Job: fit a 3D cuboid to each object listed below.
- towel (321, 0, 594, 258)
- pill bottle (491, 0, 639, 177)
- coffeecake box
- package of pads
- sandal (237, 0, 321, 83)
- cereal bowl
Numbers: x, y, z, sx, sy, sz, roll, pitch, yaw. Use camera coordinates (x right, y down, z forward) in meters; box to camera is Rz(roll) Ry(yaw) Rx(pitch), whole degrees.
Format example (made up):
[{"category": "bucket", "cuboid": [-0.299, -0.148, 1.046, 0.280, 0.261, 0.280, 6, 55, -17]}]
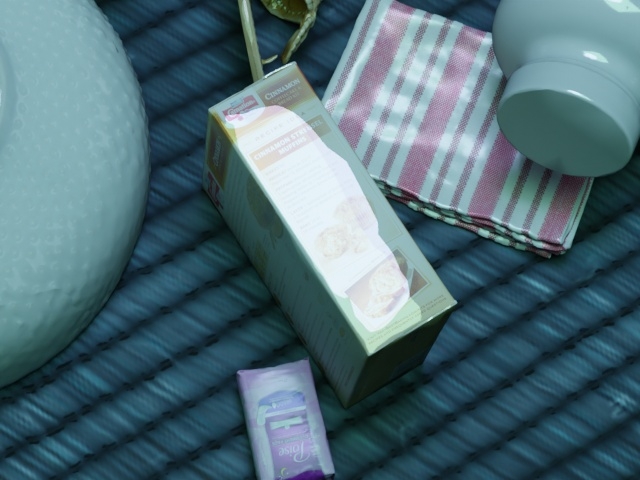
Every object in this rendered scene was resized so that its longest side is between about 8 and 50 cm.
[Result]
[{"category": "towel", "cuboid": [0.100, -0.084, 1.300, 0.197, 0.029, 0.144, 21, 71, 2]}, {"category": "pill bottle", "cuboid": [0.205, -0.172, 1.257, 0.146, 0.146, 0.264, 24, 63, 3]}, {"category": "coffeecake box", "cuboid": [0.000, 0.000, 1.205, 0.068, 0.142, 0.185, -30, 77, -14]}, {"category": "package of pads", "cuboid": [-0.023, 0.121, 1.222, 0.050, 0.032, 0.083, -11, 73, -5]}, {"category": "sandal", "cuboid": [-0.026, -0.199, 1.297, 0.079, 0.088, 0.240, -12, 68, -2]}, {"category": "cereal bowl", "cuboid": [-0.275, -0.068, 1.208, 0.339, 0.141, 0.339, 2, 72, -5]}]
